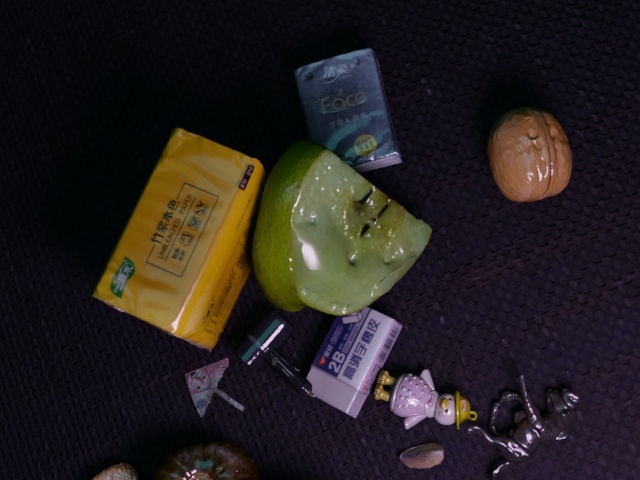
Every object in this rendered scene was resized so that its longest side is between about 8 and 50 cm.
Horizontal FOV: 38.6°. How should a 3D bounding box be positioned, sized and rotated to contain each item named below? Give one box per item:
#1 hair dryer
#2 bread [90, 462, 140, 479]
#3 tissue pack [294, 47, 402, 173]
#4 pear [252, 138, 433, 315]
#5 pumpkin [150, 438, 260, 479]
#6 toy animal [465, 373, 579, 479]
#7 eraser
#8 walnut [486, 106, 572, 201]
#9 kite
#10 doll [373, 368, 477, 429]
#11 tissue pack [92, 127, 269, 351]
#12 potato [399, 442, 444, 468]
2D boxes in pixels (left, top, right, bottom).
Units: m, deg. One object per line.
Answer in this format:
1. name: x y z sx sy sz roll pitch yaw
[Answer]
1. hair dryer: -0.073 0.244 1.855 0.124 0.071 0.219 -47 52 -1
2. bread: -0.421 0.535 1.897 0.129 0.044 0.126 -28 79 1
3. tissue pack: 0.058 -0.269 1.981 0.185 0.081 0.257 -14 74 8
4. pear: 0.000 0.000 1.820 0.318 0.342 0.238 -58 33 -5
5. pumpkin: -0.220 0.502 1.809 0.219 0.162 0.219 2 53 -2
6. toy animal: 0.387 0.356 1.744 0.232 0.084 0.148 -45 72 -5
7. eraser: 0.063 0.235 1.846 0.124 0.068 0.210 24 82 30
8. walnut: 0.419 -0.175 1.838 0.165 0.165 0.197 -6 77 11
9. kite: -0.221 0.311 1.930 0.153 0.005 0.137 21 82 16
10. doll: 0.206 0.316 1.794 0.207 0.081 0.129 16 63 15
11. tissue pack: -0.260 0.005 1.871 0.228 0.293 0.381 22 81 12
12. potato: 0.206 0.422 1.795 0.093 0.036 0.037 -15 109 26
